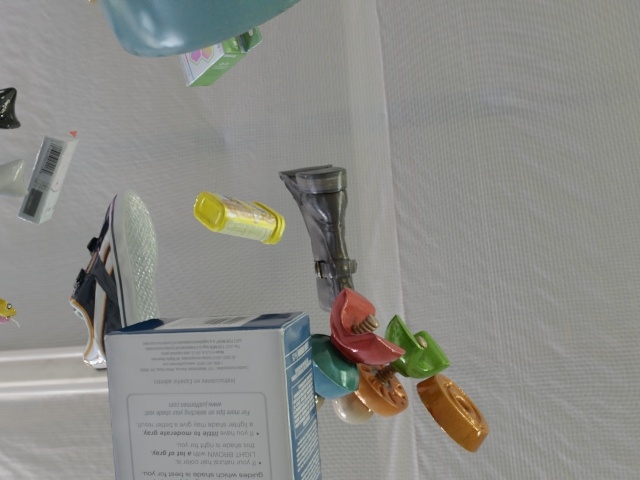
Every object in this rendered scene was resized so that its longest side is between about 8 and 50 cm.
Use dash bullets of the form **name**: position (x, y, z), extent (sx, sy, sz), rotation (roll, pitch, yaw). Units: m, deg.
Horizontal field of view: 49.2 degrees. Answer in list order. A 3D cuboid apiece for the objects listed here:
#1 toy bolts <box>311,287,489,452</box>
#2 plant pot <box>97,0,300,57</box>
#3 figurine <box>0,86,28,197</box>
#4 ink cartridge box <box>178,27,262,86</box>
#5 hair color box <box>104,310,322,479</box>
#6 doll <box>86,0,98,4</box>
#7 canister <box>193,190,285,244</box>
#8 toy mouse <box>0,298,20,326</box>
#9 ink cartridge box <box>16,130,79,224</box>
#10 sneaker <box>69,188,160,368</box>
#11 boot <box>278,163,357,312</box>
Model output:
- **toy bolts**: position (0.061, 0.189, 0.844), extent (0.158, 0.228, 0.218), rotation (-45, -139, 12)
- **plant pot**: position (-0.127, -0.348, 0.688), extent (0.290, 0.195, 0.290), rotation (-17, -138, 16)
- **figurine**: position (-0.579, -0.136, 1.164), extent (0.092, 0.209, 0.215), rotation (18, -59, 23)
- **ink cartridge box**: position (-0.217, -0.414, 1.454), extent (0.209, 0.062, 0.109), rotation (-24, -98, 46)
- **hair color box**: position (-0.091, 0.248, 0.666), extent (0.174, 0.105, 0.347), rotation (-3, -88, 13)
- **doll**: position (-0.308, -0.386, 0.968), extent (0.046, 0.189, 0.129), rotation (33, -95, -19)
- **canister**: position (-0.181, -0.051, 1.552), extent (0.126, 0.170, 0.073), rotation (34, -74, 44)
- **toy mouse**: position (-0.768, 0.154, 1.628), extent (0.143, 0.161, 0.031), rotation (14, -125, 24)
- **ink cartridge box**: position (-0.580, -0.146, 1.553), extent (0.066, 0.232, 0.189), rotation (22, -81, -3)
- **sneaker**: position (-0.345, 0.059, 1.160), extent (0.127, 0.126, 0.321), rotation (-19, -125, 10)
- **boot**: position (0.000, 0.000, 1.101), extent (0.091, 0.263, 0.229), rotation (-9, -80, -8)
